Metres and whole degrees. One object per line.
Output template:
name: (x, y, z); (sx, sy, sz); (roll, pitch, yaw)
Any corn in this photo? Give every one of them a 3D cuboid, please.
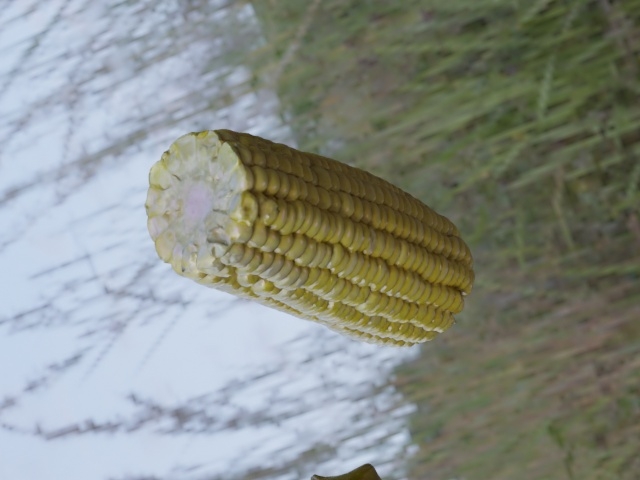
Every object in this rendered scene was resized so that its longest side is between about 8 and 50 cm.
corn: (0.000, 0.000, 0.933); (0.244, 0.093, 0.093); (23, -131, -54)

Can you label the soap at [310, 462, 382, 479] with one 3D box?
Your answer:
soap: (-0.019, 0.339, 0.896); (0.338, 0.304, 0.169); (65, 164, -8)
